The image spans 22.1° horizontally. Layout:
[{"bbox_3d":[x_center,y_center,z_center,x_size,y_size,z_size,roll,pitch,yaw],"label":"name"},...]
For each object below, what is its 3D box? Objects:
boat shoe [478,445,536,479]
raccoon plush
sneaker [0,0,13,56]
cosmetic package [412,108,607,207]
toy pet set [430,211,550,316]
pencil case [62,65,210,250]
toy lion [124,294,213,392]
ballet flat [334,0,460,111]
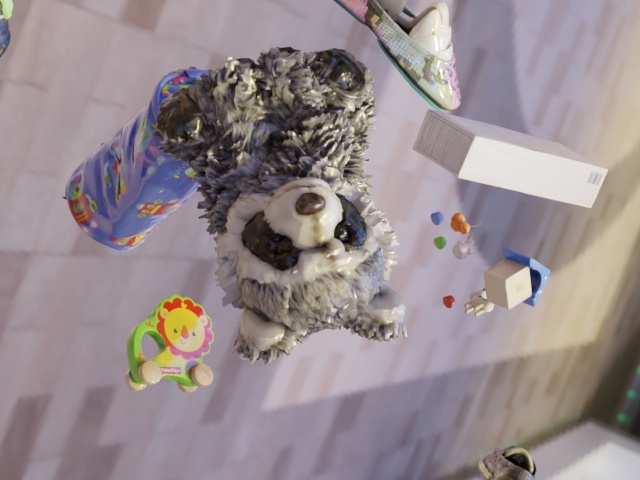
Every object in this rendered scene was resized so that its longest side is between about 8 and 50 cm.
[{"bbox_3d":[0.281,0.338,2.387,0.073,0.080,0.223,-55,180,8],"label":"boat shoe"},{"bbox_3d":[0.000,0.000,1.652,0.446,0.216,0.299,42,31,-70],"label":"raccoon plush"},{"bbox_3d":[-0.590,-0.242,1.937,0.185,0.482,0.202,-74,154,-52],"label":"sneaker"},{"bbox_3d":[0.236,-0.099,2.026,0.239,0.099,0.060,10,109,-38],"label":"cosmetic package"},{"bbox_3d":[0.190,0.024,1.811,0.065,0.114,0.122,-29,124,-32],"label":"toy pet set"},{"bbox_3d":[-0.196,-0.097,1.929,0.119,0.133,0.306,-2,160,-32],"label":"pencil case"},{"bbox_3d":[-0.148,0.100,1.619,0.100,0.034,0.096,6,67,-40],"label":"toy lion"},{"bbox_3d":[0.073,-0.224,1.593,0.079,0.221,0.077,-44,-178,24],"label":"ballet flat"}]
